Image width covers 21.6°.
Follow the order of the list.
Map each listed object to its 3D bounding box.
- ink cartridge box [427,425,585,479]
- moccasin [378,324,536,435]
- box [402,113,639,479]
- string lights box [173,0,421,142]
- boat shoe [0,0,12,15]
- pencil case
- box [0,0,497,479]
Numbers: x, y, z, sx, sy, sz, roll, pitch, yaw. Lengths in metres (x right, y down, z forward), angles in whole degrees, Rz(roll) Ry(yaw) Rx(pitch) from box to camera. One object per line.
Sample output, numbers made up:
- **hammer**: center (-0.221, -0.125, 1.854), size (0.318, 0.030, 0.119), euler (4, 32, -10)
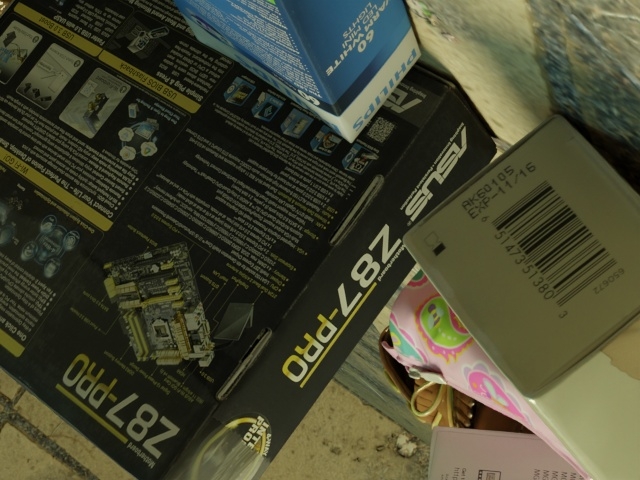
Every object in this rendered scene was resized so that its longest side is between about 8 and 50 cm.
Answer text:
- **ink cartridge box**: center (0.257, 0.283, 1.554), size (0.271, 0.130, 0.309), euler (3, 159, 18)
- **moccasin**: center (0.152, 0.144, 1.745), size (0.147, 0.139, 0.380), euler (30, -176, -16)
- **box**: center (0.187, 0.075, 1.038), size (0.148, 0.121, 0.311), euler (53, -176, 37)
- **string lights box**: center (-0.035, -0.161, 0.924), size (0.133, 0.077, 0.260), euler (35, 172, 20)
- **boat shoe**: center (-0.280, -0.251, 1.363), size (0.342, 0.123, 0.123), euler (35, 174, -39)
- **pencil case**: center (0.177, 0.106, 1.403), size (0.284, 0.124, 0.124), euler (28, 168, 46)
- **box**: center (-0.121, -0.035, 1.166), size (0.395, 0.318, 0.097), euler (31, 170, 37)
